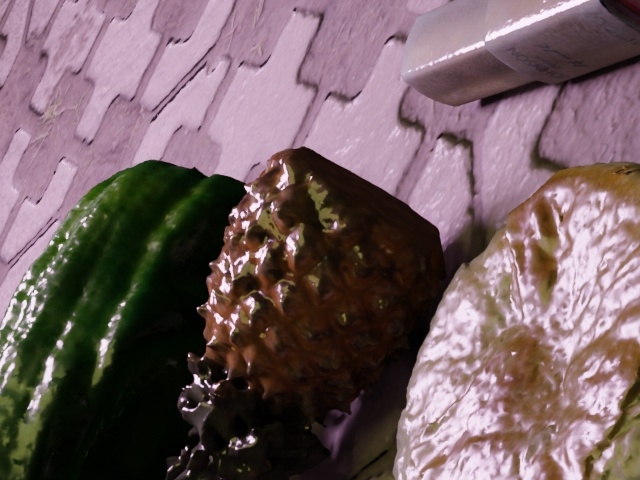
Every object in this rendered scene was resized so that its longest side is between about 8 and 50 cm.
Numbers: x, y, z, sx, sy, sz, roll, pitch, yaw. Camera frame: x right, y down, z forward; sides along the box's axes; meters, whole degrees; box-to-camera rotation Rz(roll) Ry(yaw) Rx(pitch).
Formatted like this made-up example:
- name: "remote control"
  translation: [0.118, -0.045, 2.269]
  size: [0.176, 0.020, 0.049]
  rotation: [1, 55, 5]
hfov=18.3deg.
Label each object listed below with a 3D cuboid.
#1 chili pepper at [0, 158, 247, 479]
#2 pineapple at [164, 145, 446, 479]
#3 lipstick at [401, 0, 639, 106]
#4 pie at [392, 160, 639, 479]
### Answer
- name: "chili pepper"
  translation: [-0.153, 0.103, 1.586]
  size: [0.167, 0.213, 0.385]
  rotation: [-24, 37, 61]
- name: "pineapple"
  translation: [-0.043, 0.107, 1.435]
  size: [0.340, 0.169, 0.169]
  rotation: [-61, 25, 16]
- name: "lipstick"
  translation: [0.151, -0.151, 1.385]
  size: [0.253, 0.079, 0.077]
  rotation: [-18, 52, 59]
- name: "pie"
  translation: [0.144, 0.081, 1.186]
  size: [0.306, 0.071, 0.306]
  rotation: [-40, 34, 36]
